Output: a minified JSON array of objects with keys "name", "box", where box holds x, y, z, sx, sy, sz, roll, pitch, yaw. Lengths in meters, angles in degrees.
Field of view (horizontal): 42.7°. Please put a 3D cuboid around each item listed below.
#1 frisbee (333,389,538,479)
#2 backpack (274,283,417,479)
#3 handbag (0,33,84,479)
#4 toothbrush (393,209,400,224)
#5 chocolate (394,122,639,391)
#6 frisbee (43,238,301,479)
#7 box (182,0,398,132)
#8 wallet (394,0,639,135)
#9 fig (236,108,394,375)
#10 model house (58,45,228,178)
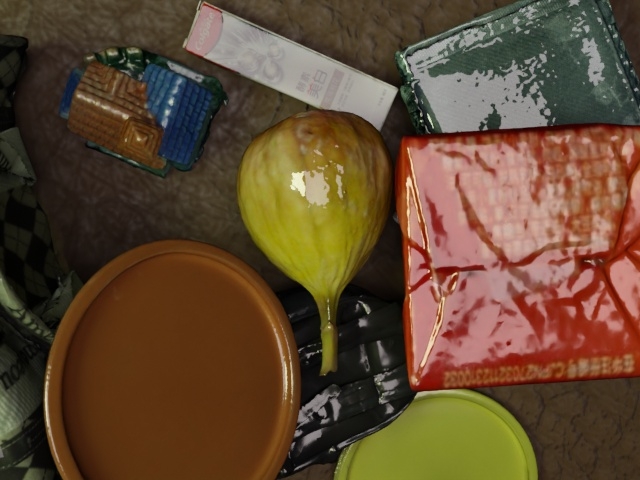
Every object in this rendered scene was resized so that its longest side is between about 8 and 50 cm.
[{"name":"frisbee","box":[0.131,0.277,0.925,0.236,0.017,0.236,-1,97,-6]},{"name":"backpack","box":[-0.017,0.138,0.844,0.258,0.133,0.206,-19,102,-10]},{"name":"handbag","box":[-0.298,0.019,0.702,0.180,0.317,0.416,-14,102,10]},{"name":"toothbrush","box":[0.198,0.023,0.895,0.263,0.026,0.022,24,103,-9]},{"name":"chocolate","box":[0.187,0.013,0.773,0.237,0.108,0.234,-4,94,-5]},{"name":"frisbee","box":[-0.113,0.123,0.683,0.251,0.021,0.250,7,80,-42]},{"name":"box","box":[-0.029,-0.175,0.839,0.218,0.039,0.055,22,96,-8]},{"name":"wallet","box":[0.238,-0.077,0.857,0.237,0.075,0.342,-24,96,-7]},{"name":"fig","box":[0.000,0.000,0.782,0.159,0.159,0.257,-2,76,-6]},{"name":"model house","box":[-0.171,-0.126,0.776,0.148,0.149,0.119,23,93,-10]}]
